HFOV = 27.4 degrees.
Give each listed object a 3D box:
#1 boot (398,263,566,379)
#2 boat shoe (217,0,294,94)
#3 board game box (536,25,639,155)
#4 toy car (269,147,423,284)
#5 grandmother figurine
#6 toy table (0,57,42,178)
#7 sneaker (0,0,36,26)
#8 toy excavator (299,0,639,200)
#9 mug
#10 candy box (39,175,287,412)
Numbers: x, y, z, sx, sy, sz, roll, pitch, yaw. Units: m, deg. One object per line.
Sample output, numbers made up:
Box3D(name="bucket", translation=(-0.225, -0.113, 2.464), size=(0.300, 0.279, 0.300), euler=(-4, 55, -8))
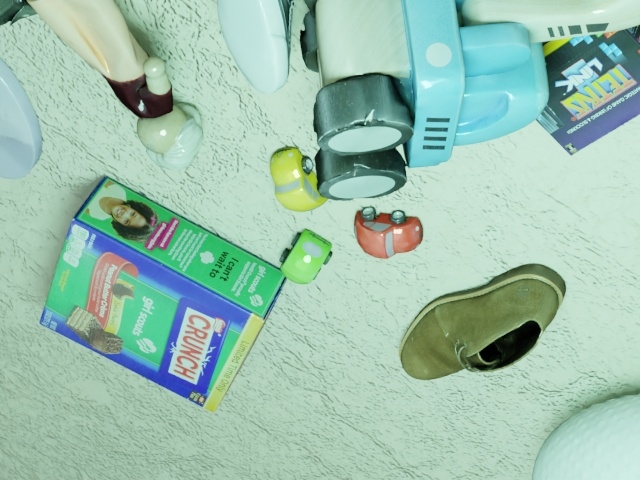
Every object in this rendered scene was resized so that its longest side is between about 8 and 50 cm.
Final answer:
Box3D(name="boot", translation=(0.208, 0.141, 1.843), size=(0.112, 0.115, 0.305), euler=(40, 136, -15))
Box3D(name="boat shoe", translation=(-0.066, -0.321, 1.548), size=(0.108, 0.102, 0.301), euler=(25, 136, 46))
Box3D(name="board game box", translation=(0.313, -0.194, 1.530), size=(0.141, 0.048, 0.170), euler=(43, 134, -14))
Box3D(name="toy car", translation=(0.000, 0.000, 1.851), size=(0.239, 0.053, 0.225), euler=(31, 136, -4))
Box3D(name="grandmother figurine", translation=(-0.258, -0.226, 1.703), size=(0.208, 0.104, 0.342), euler=(47, 171, 51))
Box3D(name="toy table", translation=(-0.527, -0.166, 1.868), size=(0.252, 0.161, 0.274), euler=(-18, 119, 36))
Box3D(name="sneaker", translation=(-0.421, -0.318, 1.736), size=(0.106, 0.078, 0.234), euler=(36, 133, -6))
Box3D(name="toy excavator", translation=(0.202, -0.230, 1.414), size=(0.445, 0.222, 0.433), euler=(-7, 163, -2))
Box3D(name="mug", translation=(0.499, 0.354, 1.813), size=(0.374, 0.276, 0.328), euler=(17, 166, -33))
Box3D(name="candy box", translation=(-0.243, 0.089, 1.998), size=(0.317, 0.122, 0.268), euler=(27, 136, -2))
